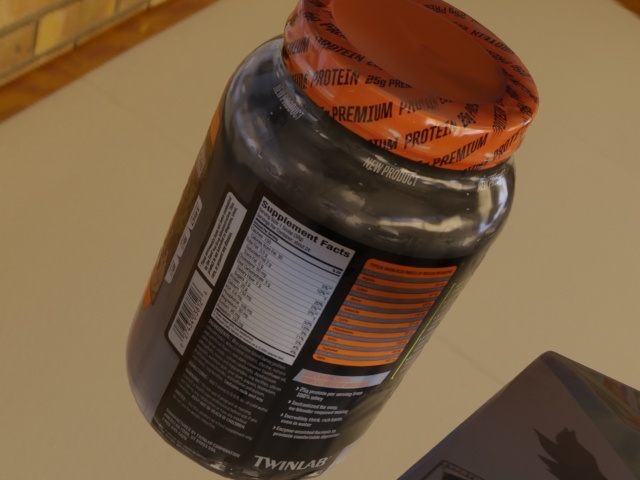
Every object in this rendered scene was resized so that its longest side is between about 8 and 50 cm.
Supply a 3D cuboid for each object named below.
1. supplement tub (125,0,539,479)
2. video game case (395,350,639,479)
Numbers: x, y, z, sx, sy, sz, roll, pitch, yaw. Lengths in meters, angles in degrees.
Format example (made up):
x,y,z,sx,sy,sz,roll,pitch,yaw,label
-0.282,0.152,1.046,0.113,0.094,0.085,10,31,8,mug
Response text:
x,y,z,sx,sy,sz,roll,pitch,yaw,label
0.000,0.000,0.710,0.207,0.338,0.207,18,-143,-14,supplement tub
0.219,0.168,0.498,0.329,0.036,0.300,24,-162,23,video game case
